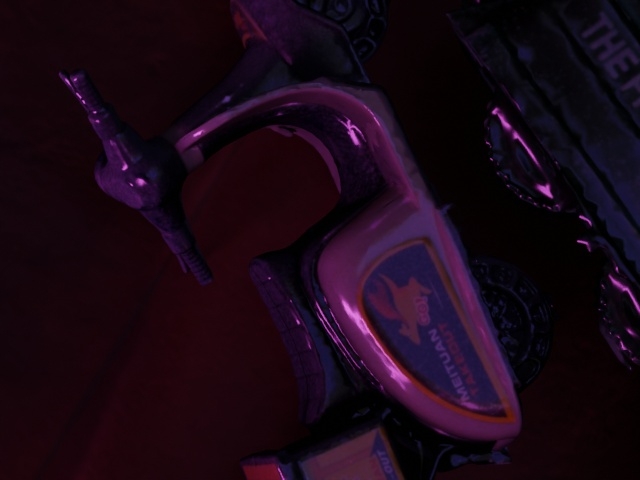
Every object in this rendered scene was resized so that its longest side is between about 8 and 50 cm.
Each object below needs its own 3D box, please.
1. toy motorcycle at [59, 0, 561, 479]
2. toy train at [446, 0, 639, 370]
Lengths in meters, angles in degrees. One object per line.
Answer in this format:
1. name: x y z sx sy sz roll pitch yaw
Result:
1. toy motorcycle: 0.000 0.000 0.777 0.157 0.091 0.263 -25 89 -20
2. toy train: 0.196 -0.007 0.767 0.178 0.138 0.330 -35 83 4
